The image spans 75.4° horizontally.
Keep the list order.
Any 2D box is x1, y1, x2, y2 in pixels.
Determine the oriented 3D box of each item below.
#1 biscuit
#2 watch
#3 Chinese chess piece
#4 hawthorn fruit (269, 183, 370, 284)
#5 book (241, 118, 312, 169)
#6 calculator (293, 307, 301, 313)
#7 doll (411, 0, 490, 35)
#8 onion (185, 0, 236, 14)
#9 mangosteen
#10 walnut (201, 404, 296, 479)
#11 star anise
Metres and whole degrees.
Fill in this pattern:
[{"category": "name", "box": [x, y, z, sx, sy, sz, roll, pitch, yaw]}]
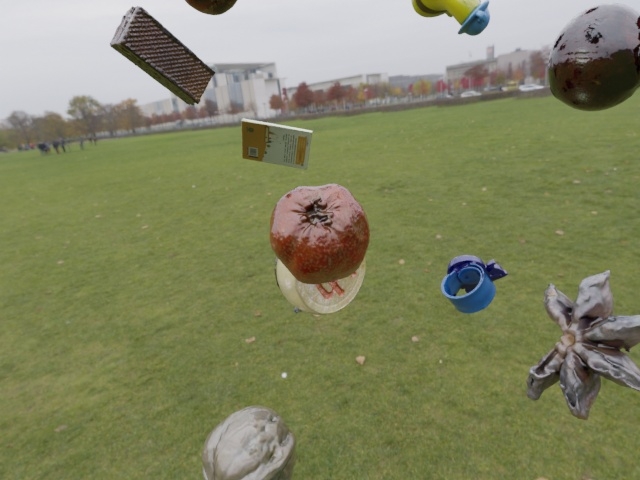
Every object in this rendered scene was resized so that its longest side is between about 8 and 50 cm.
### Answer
[{"category": "biscuit", "box": [-0.386, -0.451, 1.040, 0.070, 0.106, 0.252, 15, -12, 39]}, {"category": "watch", "box": [0.555, 0.163, 1.519, 0.196, 0.171, 0.200, -36, 22, 39]}, {"category": "Chinese chess piece", "box": [0.004, 0.077, 1.184, 0.270, 0.269, 0.112, -18, 20, -32]}, {"category": "hawthorn fruit", "box": [0.000, 0.000, 0.858, 0.206, 0.204, 0.253, -7, -26, -1]}, {"category": "book", "box": [-0.191, -0.409, 1.779, 0.296, 0.207, 0.020, 10, 50, -2]}, {"category": "calculator", "box": [-0.017, 0.165, 1.631, 0.021, 0.261, 0.161, 27, 4, 20]}, {"category": "doll", "box": [0.361, -0.722, 1.220, 0.200, 0.145, 0.362, 19, 30, -49]}, {"category": "onion", "box": [-0.419, -1.013, 1.572, 0.272, 0.271, 0.195, -14, 31, -22]}, {"category": "mangosteen", "box": [0.607, -0.381, 0.879, 0.217, 0.215, 0.216, -6, 18, 2]}, {"category": "walnut", "box": [-0.154, 0.487, 0.938, 0.225, 0.223, 0.224, -6, 18, 2]}, {"category": "star anise", "box": [0.365, 0.136, 0.564, 0.063, 0.207, 0.172, 23, -13, -21]}]
